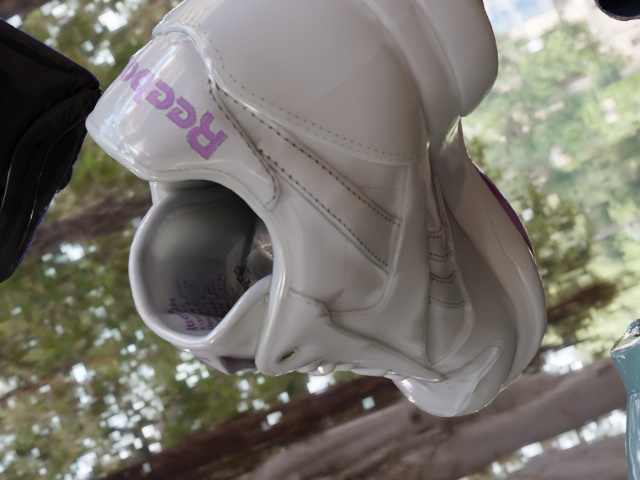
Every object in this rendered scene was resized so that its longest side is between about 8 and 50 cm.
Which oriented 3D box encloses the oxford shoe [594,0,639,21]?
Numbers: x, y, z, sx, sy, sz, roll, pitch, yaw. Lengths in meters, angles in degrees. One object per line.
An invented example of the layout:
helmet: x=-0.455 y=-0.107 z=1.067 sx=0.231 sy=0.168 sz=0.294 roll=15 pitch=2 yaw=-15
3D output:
oxford shoe: x=0.260 y=-0.181 z=0.654 sx=0.130 sy=0.133 sz=0.363 roll=36 pitch=168 yaw=-12

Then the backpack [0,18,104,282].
backpack: x=-0.172 y=-0.038 z=0.616 sx=0.098 sy=0.101 sz=0.120 roll=27 pitch=-102 yaw=-39

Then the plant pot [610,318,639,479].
plant pot: x=0.275 y=0.089 z=0.689 sx=0.196 sy=0.293 sz=0.293 roll=55 pitch=-163 yaw=7

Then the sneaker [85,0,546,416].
sneaker: x=0.000 y=0.000 z=0.517 sx=0.114 sy=0.152 sz=0.305 roll=38 pitch=164 yaw=33
